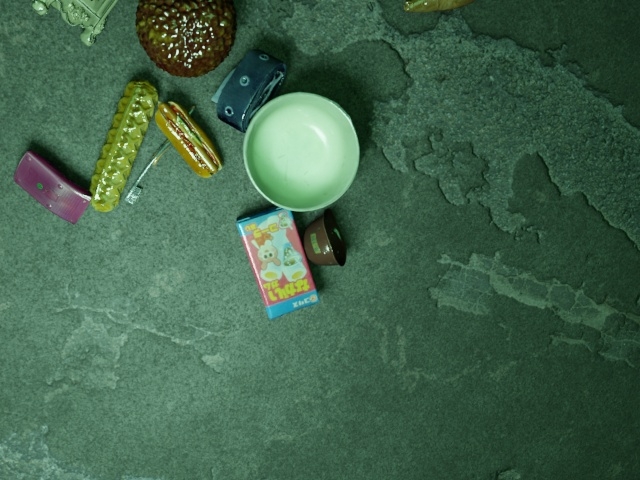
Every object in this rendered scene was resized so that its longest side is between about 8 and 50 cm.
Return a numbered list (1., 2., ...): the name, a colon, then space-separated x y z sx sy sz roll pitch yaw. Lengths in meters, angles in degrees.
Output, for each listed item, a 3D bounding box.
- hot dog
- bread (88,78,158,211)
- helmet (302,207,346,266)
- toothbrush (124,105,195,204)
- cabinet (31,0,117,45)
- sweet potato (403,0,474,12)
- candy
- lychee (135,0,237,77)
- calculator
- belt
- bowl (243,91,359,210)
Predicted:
1. hot dog: -0.353 -0.271 1.180 0.092 0.062 0.235 -39 117 -2
2. bread: -0.521 -0.248 1.162 0.077 0.084 0.367 13 102 -58
3. helmet: 0.000 0.000 1.290 0.106 0.155 0.175 -12 93 18
4. toothbrush: -0.436 -0.236 1.207 0.031 0.023 0.320 33 93 -22
5. cabinet: -0.555 -0.653 0.972 0.228 0.290 0.318 36 93 -13
6. sweet potato: 0.391 -0.717 1.240 0.337 0.131 0.131 -30 104 -5
7. candy: -0.124 0.059 1.287 0.158 0.100 0.305 -20 102 -9
8. lychee: -0.317 -0.521 1.072 0.236 0.272 0.235 1 88 -52
9. calculator: -0.695 -0.132 1.141 0.190 0.034 0.127 41 123 -14
10. belt: -0.195 -0.404 1.175 0.129 0.122 0.218 34 90 10
11. bowl: -0.059 -0.239 1.213 0.308 0.163 0.306 -2 101 -12
